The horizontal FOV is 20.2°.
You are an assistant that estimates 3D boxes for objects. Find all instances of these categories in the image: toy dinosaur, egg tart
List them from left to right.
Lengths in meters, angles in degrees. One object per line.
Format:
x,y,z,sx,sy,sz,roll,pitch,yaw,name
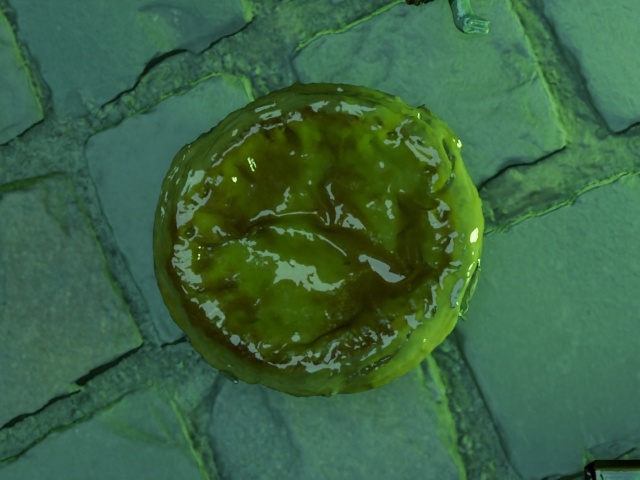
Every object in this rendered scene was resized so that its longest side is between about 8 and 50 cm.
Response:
-0.001,0.000,1.813,0.341,0.132,0.341,0,89,9,egg tart
0.112,-0.293,1.859,0.187,0.044,0.106,31,107,7,toy dinosaur

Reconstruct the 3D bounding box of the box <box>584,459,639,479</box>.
0.347,0.339,1.783,0.159,0.071,0.240,-2,88,11,box
